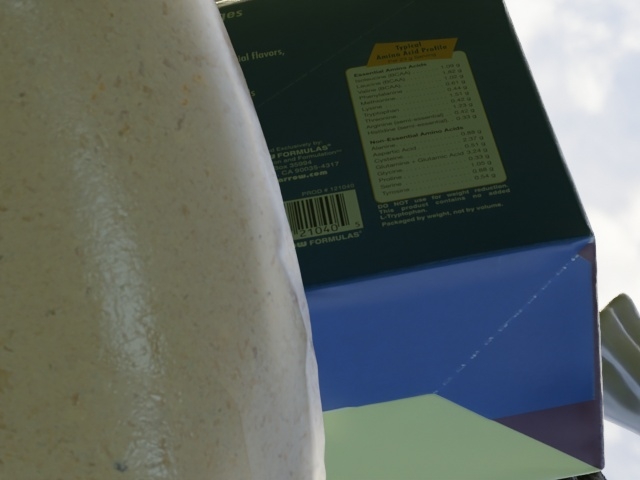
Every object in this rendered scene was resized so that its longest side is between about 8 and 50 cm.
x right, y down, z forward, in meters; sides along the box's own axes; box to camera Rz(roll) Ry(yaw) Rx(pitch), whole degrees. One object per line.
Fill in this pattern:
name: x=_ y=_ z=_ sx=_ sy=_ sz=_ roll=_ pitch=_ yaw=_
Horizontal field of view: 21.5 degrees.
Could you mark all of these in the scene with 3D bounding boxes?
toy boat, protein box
toy boat: x=-0.155 y=0.007 z=0.454 sx=0.318 sy=0.267 sz=0.148 roll=-18 pitch=-179 yaw=20
protein box: x=0.000 y=0.000 z=0.726 sx=0.200 sy=0.136 sz=0.201 roll=-10 pitch=-139 yaw=0

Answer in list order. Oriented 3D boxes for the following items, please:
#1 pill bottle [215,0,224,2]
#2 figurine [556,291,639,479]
pill bottle: x=0.022 y=-0.094 z=1.289 sx=0.229 sy=0.408 sz=0.229 roll=-7 pitch=-107 yaw=23
figurine: x=0.227 y=0.166 z=1.184 sx=0.209 sy=0.092 sz=0.215 roll=45 pitch=-130 yaw=11
